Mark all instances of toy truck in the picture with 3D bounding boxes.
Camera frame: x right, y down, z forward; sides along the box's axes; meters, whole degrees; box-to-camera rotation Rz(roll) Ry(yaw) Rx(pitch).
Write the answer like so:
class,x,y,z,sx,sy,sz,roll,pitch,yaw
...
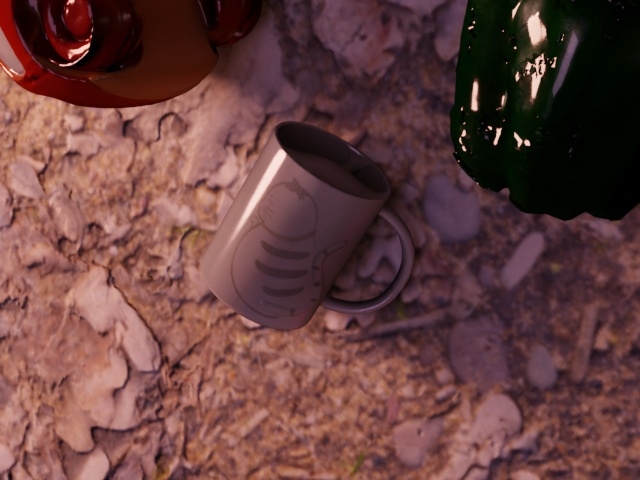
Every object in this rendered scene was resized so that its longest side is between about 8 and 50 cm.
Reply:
class,x,y,z,sx,sy,sz,roll,pitch,yaw
toy truck,-0.205,-0.207,1.107,0.239,0.189,0.265,-28,84,41

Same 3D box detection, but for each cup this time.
class,x,y,z,sx,sy,sz,roll,pitch,yaw
cup,-0.007,0.000,1.067,0.136,0.099,0.133,41,115,19

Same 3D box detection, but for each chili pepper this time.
class,x,y,z,sx,sy,sz,roll,pitch,yaw
chili pepper,0.181,-0.139,0.903,0.165,0.174,0.261,36,117,48
